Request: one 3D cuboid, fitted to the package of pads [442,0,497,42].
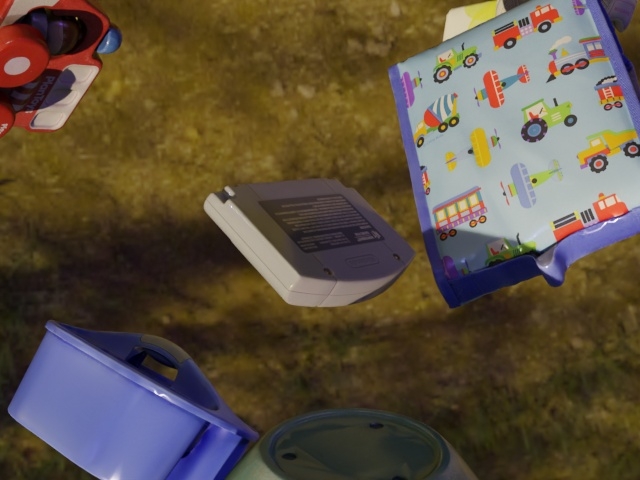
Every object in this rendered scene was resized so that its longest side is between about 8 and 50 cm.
[{"bbox_3d":[0.285,-0.226,1.607,0.101,0.296,0.229,15,171,-43],"label":"package of pads"}]

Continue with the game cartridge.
[{"bbox_3d":[0.000,0.000,1.391,0.062,0.198,0.297,-50,158,27],"label":"game cartridge"}]

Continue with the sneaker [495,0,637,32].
[{"bbox_3d":[0.296,-0.283,1.287,0.103,0.111,0.252,14,169,-20],"label":"sneaker"}]

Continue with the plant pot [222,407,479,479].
[{"bbox_3d":[0.024,0.237,0.748,0.290,0.195,0.290,1,-164,0],"label":"plant pot"}]

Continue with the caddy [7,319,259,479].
[{"bbox_3d":[-0.237,0.211,1.355,0.341,0.179,0.241,22,170,38],"label":"caddy"}]

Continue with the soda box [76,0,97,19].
[{"bbox_3d":[-0.467,-0.503,2.063,0.058,0.181,0.061,-13,129,33],"label":"soda box"}]

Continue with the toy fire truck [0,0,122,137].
[{"bbox_3d":[-0.433,-0.274,1.544,0.254,0.169,0.302,-5,147,-48],"label":"toy fire truck"}]

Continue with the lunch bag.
[{"bbox_3d":[0.197,-0.079,0.975,0.221,0.293,0.138,-23,131,22],"label":"lunch bag"}]
